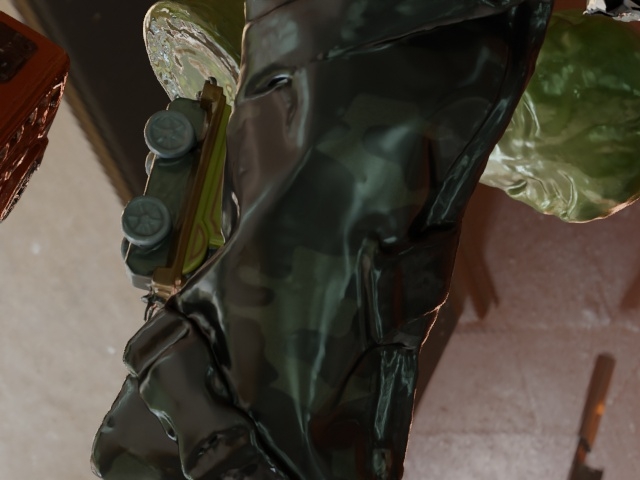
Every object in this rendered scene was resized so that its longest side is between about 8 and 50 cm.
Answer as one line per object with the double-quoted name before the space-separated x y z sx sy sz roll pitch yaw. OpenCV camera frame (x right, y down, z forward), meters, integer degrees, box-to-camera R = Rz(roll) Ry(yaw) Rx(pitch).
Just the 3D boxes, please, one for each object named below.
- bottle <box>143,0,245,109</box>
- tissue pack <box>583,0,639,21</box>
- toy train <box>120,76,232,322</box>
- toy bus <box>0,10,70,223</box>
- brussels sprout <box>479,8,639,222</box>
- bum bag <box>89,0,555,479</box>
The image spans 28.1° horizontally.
"bottle" 0.009 -0.242 1.237 0.171 0.351 0.172 36 150 24
"tissue pack" 0.313 -0.355 1.104 0.123 0.245 0.333 1 99 -15
"toy train" -0.092 -0.031 1.047 0.127 0.219 0.089 13 160 -2
"toy bus" -0.296 -0.034 0.869 0.143 0.329 0.153 31 130 -6
"brussels sprout" 0.321 -0.155 1.663 0.273 0.243 0.316 24 141 -25
"bum bag" 0.000 0.000 0.576 0.144 0.095 0.341 16 90 7
